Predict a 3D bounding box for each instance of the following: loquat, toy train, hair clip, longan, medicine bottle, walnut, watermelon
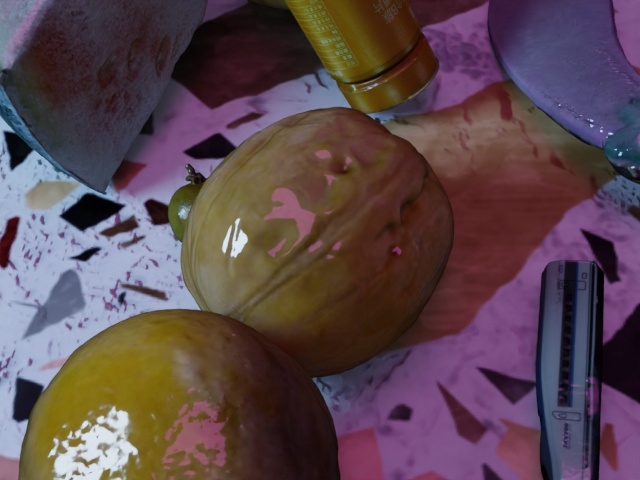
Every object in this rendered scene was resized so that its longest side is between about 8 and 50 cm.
[{"bbox_3d":[-0.094,0.160,0.790,0.238,0.193,0.238,-10,58,16],"label":"loquat"},{"bbox_3d":[0.186,0.131,0.880,0.048,0.055,0.251,6,55,7],"label":"toy train"},{"bbox_3d":[0.241,-0.170,1.078,0.096,0.110,0.358,14,40,-37],"label":"hair clip"},{"bbox_3d":[-0.095,-0.029,0.994,0.075,0.083,0.075,-19,13,5],"label":"longan"},{"bbox_3d":[0.023,-0.215,1.035,0.096,0.192,0.096,-25,31,16],"label":"medicine bottle"},{"bbox_3d":[0.000,0.000,0.909,0.195,0.195,0.221,29,54,21],"label":"walnut"},{"bbox_3d":[-0.216,-0.251,1.059,0.258,0.228,0.387,-19,61,2],"label":"watermelon"}]

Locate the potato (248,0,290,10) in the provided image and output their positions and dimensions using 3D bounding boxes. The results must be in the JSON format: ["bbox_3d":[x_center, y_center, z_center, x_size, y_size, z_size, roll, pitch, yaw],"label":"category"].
[{"bbox_3d":[-0.042,-0.422,1.212,0.296,0.290,0.396,12,94,46],"label":"potato"}]
